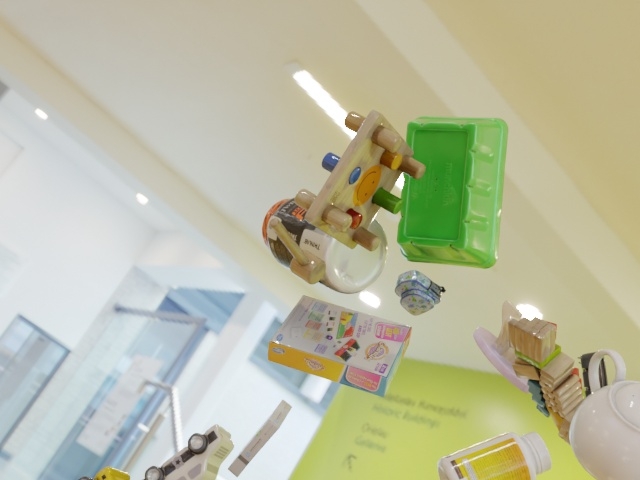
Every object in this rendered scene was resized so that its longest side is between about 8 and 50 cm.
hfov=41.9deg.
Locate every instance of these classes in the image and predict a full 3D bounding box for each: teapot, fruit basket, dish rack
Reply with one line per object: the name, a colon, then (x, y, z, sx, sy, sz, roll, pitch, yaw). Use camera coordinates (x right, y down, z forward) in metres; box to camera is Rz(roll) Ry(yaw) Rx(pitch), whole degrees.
teapot: (0.634, 0.368, 1.678, 0.256, 0.252, 0.187, 24, -55, 20)
fruit basket: (0.315, -0.121, 2.066, 0.283, 0.392, 0.392, 5, -30, 24)
dish rack: (0.776, 0.424, 2.362, 0.074, 0.208, 0.271, -6, -15, 17)

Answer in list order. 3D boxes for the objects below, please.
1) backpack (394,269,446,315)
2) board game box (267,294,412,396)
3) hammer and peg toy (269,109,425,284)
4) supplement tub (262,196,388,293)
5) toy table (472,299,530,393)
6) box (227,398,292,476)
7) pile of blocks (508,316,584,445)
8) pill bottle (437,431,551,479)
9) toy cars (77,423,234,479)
backpack: (0.259, 0.140, 2.251, 0.114, 0.084, 0.105, 41, -44, -18)
board game box: (0.054, 0.268, 2.177, 0.316, 0.242, 0.064, 16, -58, 15)
hammer and peg toy: (0.056, -0.070, 1.699, 0.127, 0.361, 0.266, 33, 0, 25)
supplement tub: (0.000, 0.000, 2.160, 0.207, 0.207, 0.338, 46, -15, -34)
toy table: (0.623, 0.329, 2.642, 0.252, 0.161, 0.274, 14, 29, -54)
box: (-0.157, 0.518, 2.195, 0.038, 0.186, 0.145, 40, 16, 2)
pile of blocks: (0.594, 0.339, 2.138, 0.149, 0.112, 0.362, -1, -64, 59)
pill bottle: (0.357, 0.467, 1.710, 0.117, 0.215, 0.117, 162, -90, -81)
toy cars: (-0.305, 0.435, 1.410, 0.087, 0.393, 0.176, 51, -45, 27)
